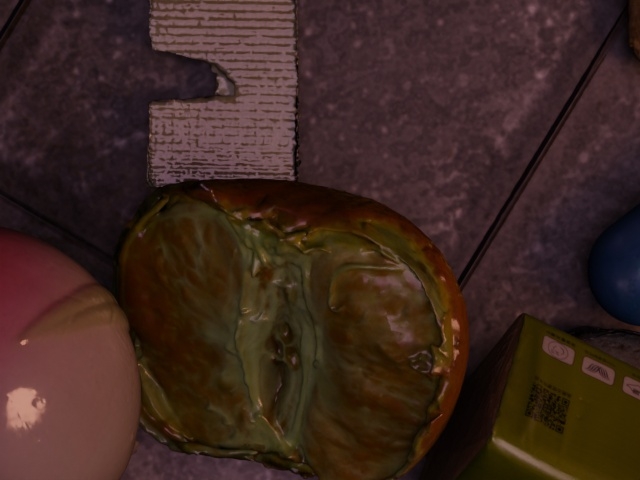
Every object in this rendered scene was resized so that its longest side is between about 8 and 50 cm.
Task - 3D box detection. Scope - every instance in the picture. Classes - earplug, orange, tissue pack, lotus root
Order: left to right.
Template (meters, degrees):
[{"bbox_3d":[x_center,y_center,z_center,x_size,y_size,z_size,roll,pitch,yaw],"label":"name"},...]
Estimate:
[{"bbox_3d":[-0.030,0.077,1.108,0.334,0.196,0.262,4,95,14],"label":"orange"},{"bbox_3d":[0.245,0.224,1.110,0.274,0.200,0.167,27,49,-2],"label":"tissue pack"},{"bbox_3d":[0.270,0.123,1.187,0.165,0.088,0.088,9,91,7],"label":"lotus root"},{"bbox_3d":[0.373,-0.019,1.165,0.273,0.132,0.132,-34,93,3],"label":"earplug"}]

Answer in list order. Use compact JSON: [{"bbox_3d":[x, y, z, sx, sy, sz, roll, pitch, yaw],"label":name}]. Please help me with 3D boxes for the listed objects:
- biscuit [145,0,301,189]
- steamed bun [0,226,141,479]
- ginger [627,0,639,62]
[{"bbox_3d":[-0.093,-0.167,1.179,0.147,0.046,0.250,-1,93,-1],"label":"biscuit"},{"bbox_3d":[-0.304,0.100,1.012,0.309,0.309,0.309,0,92,-2],"label":"steamed bun"},{"bbox_3d":[0.300,-0.298,1.180,0.118,0.065,0.299,-27,94,-14],"label":"ginger"}]
